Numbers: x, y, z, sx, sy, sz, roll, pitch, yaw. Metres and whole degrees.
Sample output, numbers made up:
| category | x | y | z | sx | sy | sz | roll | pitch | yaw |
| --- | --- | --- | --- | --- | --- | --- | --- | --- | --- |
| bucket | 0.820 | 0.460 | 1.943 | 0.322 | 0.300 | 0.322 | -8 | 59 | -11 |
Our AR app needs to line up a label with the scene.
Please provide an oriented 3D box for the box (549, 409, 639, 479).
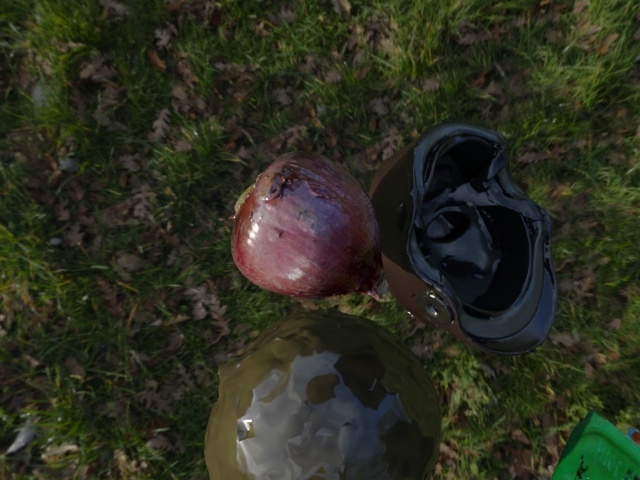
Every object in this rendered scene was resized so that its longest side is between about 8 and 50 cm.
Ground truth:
| category | x | y | z | sx | sy | sz | roll | pitch | yaw |
| --- | --- | --- | --- | --- | --- | --- | --- | --- | --- |
| box | 0.425 | 0.416 | 0.760 | 0.105 | 0.337 | 0.264 | 19 | 99 | -11 |

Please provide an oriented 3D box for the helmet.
| category | x | y | z | sx | sy | sz | roll | pitch | yaw |
| --- | --- | --- | --- | --- | --- | --- | --- | --- | --- |
| helmet | 0.165 | 0.007 | 0.772 | 0.177 | 0.224 | 0.306 | -12 | 103 | 54 |

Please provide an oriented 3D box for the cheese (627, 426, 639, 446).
| category | x | y | z | sx | sy | sz | roll | pitch | yaw |
| --- | --- | --- | --- | --- | --- | --- | --- | --- | --- |
| cheese | 0.859 | 0.576 | 1.471 | 0.106 | 0.256 | 0.037 | 13 | 121 | -21 |

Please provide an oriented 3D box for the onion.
| category | x | y | z | sx | sy | sz | roll | pitch | yaw |
| --- | --- | --- | --- | --- | --- | --- | --- | --- | --- |
| onion | 0.000 | 0.000 | 0.630 | 0.194 | 0.159 | 0.160 | 34 | 95 | -10 |

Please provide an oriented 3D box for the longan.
| category | x | y | z | sx | sy | sz | roll | pitch | yaw |
| --- | --- | --- | --- | --- | --- | --- | --- | --- | --- |
| longan | 0.002 | 0.292 | 0.967 | 0.390 | 0.391 | 0.392 | 0 | 88 | 12 |
